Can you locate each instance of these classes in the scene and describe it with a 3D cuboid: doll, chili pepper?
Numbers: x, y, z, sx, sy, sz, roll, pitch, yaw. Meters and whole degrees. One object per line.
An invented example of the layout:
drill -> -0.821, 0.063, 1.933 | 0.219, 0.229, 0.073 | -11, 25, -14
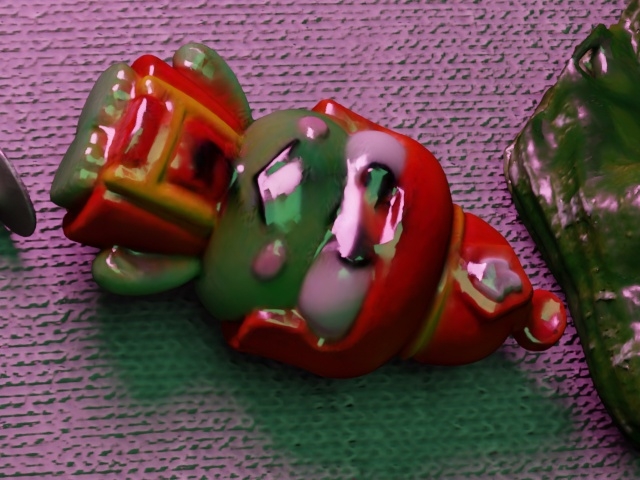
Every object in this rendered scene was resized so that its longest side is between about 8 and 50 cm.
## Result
doll -> 0.000, 0.000, 1.340 | 0.363, 0.160, 0.182 | 21, 66, -8
chili pepper -> 0.256, -0.029, 1.412 | 0.213, 0.167, 0.385 | -2, 68, -17

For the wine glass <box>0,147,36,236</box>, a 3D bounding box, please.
wine glass -> -0.293, 0.010, 1.299 | 0.202, 0.093, 0.093 | -34, 80, -26
